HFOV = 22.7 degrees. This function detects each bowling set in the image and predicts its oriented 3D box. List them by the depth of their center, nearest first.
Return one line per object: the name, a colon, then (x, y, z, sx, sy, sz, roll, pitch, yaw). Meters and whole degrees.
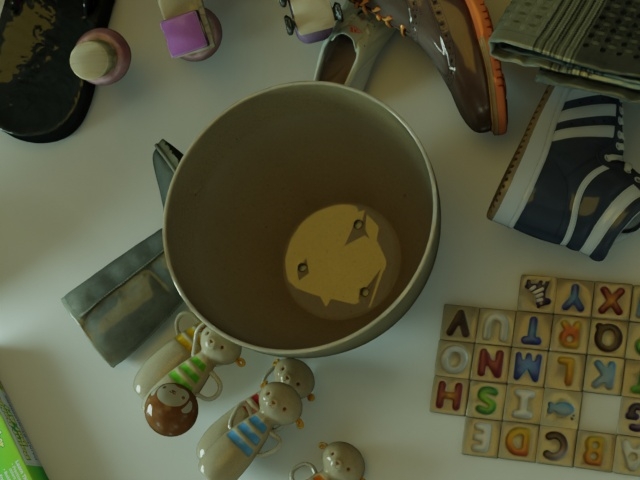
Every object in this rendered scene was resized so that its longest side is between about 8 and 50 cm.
bowling set: (-0.083, 0.167, 1.644, 0.287, 0.200, 0.154, 43, 86, 19)

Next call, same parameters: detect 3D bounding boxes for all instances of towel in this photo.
towel: (0.359, -0.236, 1.638, 0.312, 0.056, 0.324, 18, 46, 18)

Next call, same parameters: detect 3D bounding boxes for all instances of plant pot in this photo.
plant pot: (0.000, 0.000, 1.666, 0.284, 0.191, 0.284, -4, 73, 14)

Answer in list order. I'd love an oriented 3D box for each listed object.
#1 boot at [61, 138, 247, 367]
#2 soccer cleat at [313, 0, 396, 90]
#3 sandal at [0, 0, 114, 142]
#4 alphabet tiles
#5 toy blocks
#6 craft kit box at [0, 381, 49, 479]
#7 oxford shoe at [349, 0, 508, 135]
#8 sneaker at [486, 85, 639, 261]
boot: (-0.202, 0.012, 1.792, 0.208, 0.076, 0.190, -38, 65, 10)
soccer cleat: (0.044, -0.236, 1.784, 0.068, 0.076, 0.196, 17, 79, 20)
sandal: (-0.315, -0.340, 1.898, 0.167, 0.107, 0.446, 0, 75, 16)
alphabet tiles: (0.236, 0.134, 1.658, 0.237, 0.009, 0.198, 5, 76, 17)
toy blocks: (-0.155, -0.338, 1.803, 0.309, 0.260, 0.289, -14, 98, 2)
craft kit box: (-0.439, 0.278, 1.783, 0.246, 0.061, 0.250, -33, 68, 7)
oxford shoe: (0.097, -0.263, 1.734, 0.132, 0.130, 0.364, -23, 75, -1)
sneaker: (0.296, -0.107, 1.668, 0.153, 0.099, 0.282, 26, 68, 5)
